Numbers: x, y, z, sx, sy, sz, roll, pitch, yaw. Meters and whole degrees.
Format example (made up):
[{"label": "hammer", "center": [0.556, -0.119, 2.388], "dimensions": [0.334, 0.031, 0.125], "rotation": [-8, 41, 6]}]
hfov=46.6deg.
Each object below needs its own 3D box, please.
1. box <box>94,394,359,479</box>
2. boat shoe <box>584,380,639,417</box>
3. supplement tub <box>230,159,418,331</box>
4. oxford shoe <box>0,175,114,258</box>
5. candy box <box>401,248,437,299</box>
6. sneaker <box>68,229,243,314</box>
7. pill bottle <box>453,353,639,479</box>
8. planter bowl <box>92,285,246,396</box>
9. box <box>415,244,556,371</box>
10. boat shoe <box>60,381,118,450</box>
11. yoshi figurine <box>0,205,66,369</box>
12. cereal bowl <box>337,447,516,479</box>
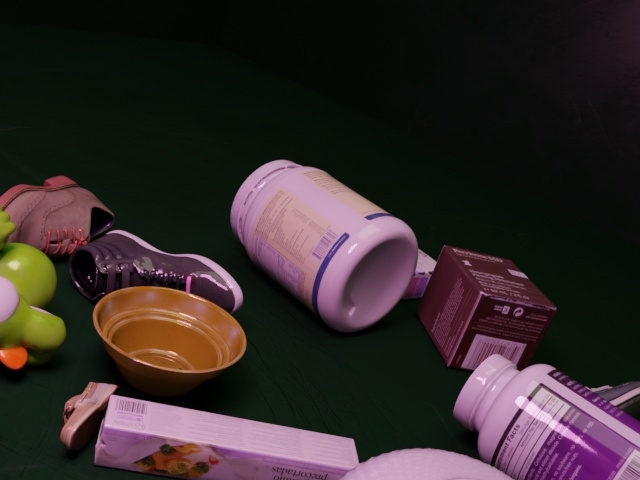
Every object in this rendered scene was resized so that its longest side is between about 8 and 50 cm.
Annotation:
[{"label": "box", "center": [-0.113, 0.264, 0.930], "dimensions": [0.324, 0.063, 0.067], "rotation": [14, 23, -14]}, {"label": "boat shoe", "center": [0.475, 0.287, 1.302], "dimensions": [0.319, 0.116, 0.099], "rotation": [-7, 37, -39]}, {"label": "supplement tub", "center": [0.000, 0.000, 1.429], "dimensions": [0.235, 0.235, 0.325], "rotation": [-4, 31, -45]}, {"label": "oxford shoe", "center": [-0.459, -0.023, 1.261], "dimensions": [0.130, 0.123, 0.348], "rotation": [25, 23, 1]}, {"label": "candy box", "center": [0.158, 0.060, 1.643], "dimensions": [0.196, 0.070, 0.165], "rotation": [-1, 29, -40]}, {"label": "sneaker", "center": [-0.280, 0.073, 1.211], "dimensions": [0.296, 0.104, 0.147], "rotation": [20, 22, 19]}, {"label": "pill bottle", "center": [0.359, 0.303, 1.073], "dimensions": [0.323, 0.181, 0.181], "rotation": [33, 25, 32]}, {"label": "planter bowl", "center": [-0.221, 0.158, 1.057], "dimensions": [0.217, 0.090, 0.217], "rotation": [16, 21, -6]}, {"label": "box", "center": [0.316, 0.138, 1.452], "dimensions": [0.168, 0.167, 0.203], "rotation": [12, 22, -18]}, {"label": "boat shoe", "center": [-0.295, 0.215, 0.921], "dimensions": [0.045, 0.050, 0.135], "rotation": [16, 11, 2]}, {"label": "yoshi figurine", "center": [-0.497, 0.034, 0.969], "dimensions": [0.362, 0.203, 0.203], "rotation": [34, -22, -27]}, {"label": "cereal bowl", "center": [0.146, 0.347, 0.746], "dimensions": [0.339, 0.141, 0.339], "rotation": [17, 35, -12]}]
